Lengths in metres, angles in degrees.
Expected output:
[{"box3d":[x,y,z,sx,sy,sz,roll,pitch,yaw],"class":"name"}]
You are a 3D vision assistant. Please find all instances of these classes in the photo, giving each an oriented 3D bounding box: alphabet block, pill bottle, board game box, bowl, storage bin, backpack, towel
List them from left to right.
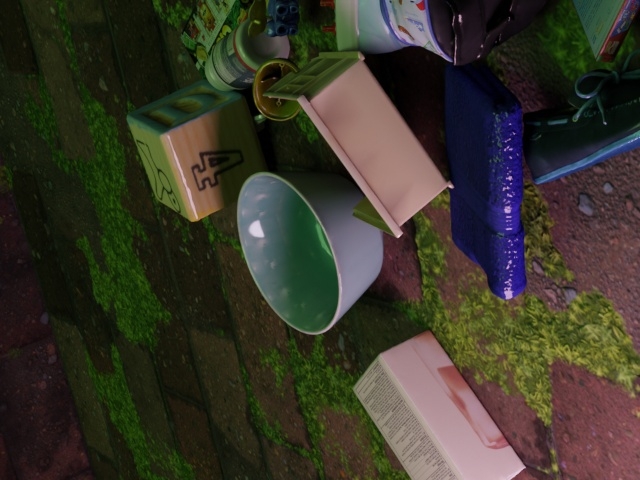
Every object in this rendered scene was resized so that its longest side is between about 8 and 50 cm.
[{"box3d":[-0.241,-0.181,2.265,0.192,0.193,0.197,32,144,54],"class":"alphabet block"},{"box3d":[-0.203,-0.422,2.253,0.136,0.030,0.259,58,147,11],"class":"board game box"},{"box3d":[-0.143,-0.343,2.137,0.180,0.108,0.108,-19,93,59],"class":"pill bottle"},{"box3d":[0.000,0.000,2.082,0.311,0.163,0.311,34,135,43],"class":"bowl"},{"box3d":[0.052,-0.161,1.809,0.262,0.123,0.260,52,173,-16],"class":"storage bin"},{"box3d":[0.175,-0.377,1.506,0.213,0.276,0.263,30,140,51],"class":"backpack"},{"box3d":[0.251,-0.095,1.678,0.227,0.076,0.308,-119,20,-60],"class":"towel"},{"box3d":[0.372,-0.366,1.356,0.281,0.027,0.145,107,161,-47],"class":"board game box"}]

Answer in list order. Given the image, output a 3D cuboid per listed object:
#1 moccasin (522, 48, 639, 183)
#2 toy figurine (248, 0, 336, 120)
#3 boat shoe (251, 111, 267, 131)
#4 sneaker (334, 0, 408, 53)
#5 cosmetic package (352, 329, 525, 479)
[{"box3d":[0.358,-0.164,1.468,0.342,0.138,0.116,-25,84,58],"class":"moccasin"},{"box3d":[-0.037,-0.411,1.958,0.217,0.191,0.362,-100,8,-45],"class":"toy figurine"},{"box3d":[-0.123,-0.231,2.248,0.100,0.035,0.035,-10,109,60],"class":"boat shoe"},{"box3d":[0.093,-0.443,1.701,0.366,0.150,0.135,87,-177,-46],"class":"sneaker"},{"box3d":[0.204,0.328,2.013,0.296,0.129,0.153,57,146,18],"class":"cosmetic package"}]
